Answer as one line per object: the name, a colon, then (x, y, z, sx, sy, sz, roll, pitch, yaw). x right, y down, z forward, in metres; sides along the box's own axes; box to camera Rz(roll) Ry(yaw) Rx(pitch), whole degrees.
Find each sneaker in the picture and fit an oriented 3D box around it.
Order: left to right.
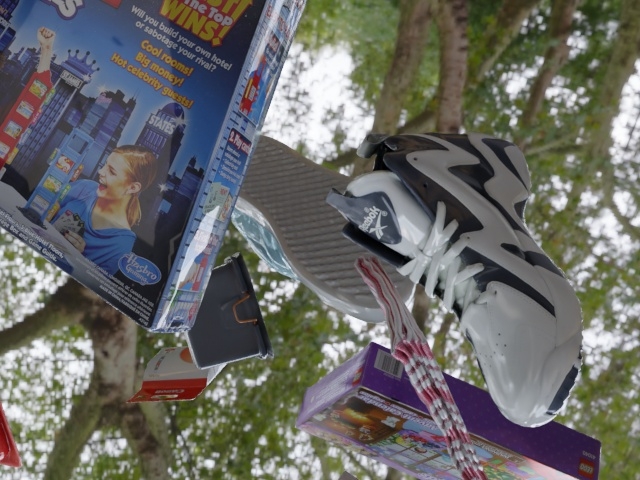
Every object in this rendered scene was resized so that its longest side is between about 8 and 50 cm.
sneaker: (0.000, 0.000, 0.998, 0.135, 0.150, 0.366, -35, -134, -11)
sneaker: (0.078, 0.011, 0.558, 0.153, 0.094, 0.235, 10, -124, -18)

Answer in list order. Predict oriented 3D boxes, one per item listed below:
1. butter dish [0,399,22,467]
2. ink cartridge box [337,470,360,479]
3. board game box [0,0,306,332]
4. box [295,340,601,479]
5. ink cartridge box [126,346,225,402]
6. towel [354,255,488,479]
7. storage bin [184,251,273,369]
butter dish: (-0.518, 0.268, 1.130, 0.160, 0.160, 0.118, 8, -150, 26)
ink cartridge box: (0.082, 0.448, 0.947, 0.270, 0.197, 0.198, 30, -121, 15)
board game box: (-0.103, -0.085, 0.431, 0.194, 0.194, 0.060, 33, 180, 12)
box: (0.140, 0.225, 0.947, 0.293, 0.201, 0.057, 25, -121, -10)
ink cartridge box: (-0.278, 0.256, 1.591, 0.145, 0.045, 0.179, -6, -168, 17)
towel: (0.087, 0.119, 0.730, 0.029, 0.197, 0.144, -26, -149, 1)
storage bin: (-0.122, 0.093, 0.993, 0.091, 0.135, 0.098, -18, -179, -15)
